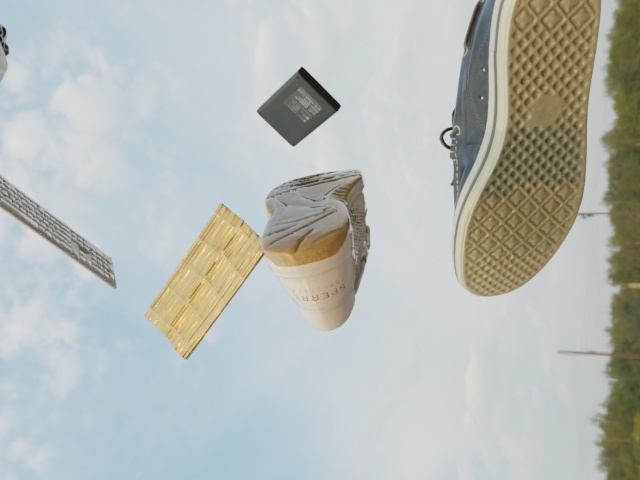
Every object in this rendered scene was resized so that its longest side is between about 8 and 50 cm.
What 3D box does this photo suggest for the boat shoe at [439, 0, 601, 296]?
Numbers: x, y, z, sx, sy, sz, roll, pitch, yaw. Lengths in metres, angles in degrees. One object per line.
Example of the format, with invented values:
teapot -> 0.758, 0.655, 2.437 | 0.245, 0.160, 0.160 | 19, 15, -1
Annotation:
boat shoe -> 0.277, -0.146, 0.929 | 0.156, 0.187, 0.500 | -109, 15, -60

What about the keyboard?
keyboard -> -0.363, -0.021, 0.844 | 0.014, 0.072, 0.256 | -41, -47, 1

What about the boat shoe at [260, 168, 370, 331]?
boat shoe -> 0.000, 0.000, 0.616 | 0.277, 0.098, 0.096 | -74, -30, -69

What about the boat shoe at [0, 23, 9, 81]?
boat shoe -> -0.538, -0.153, 0.789 | 0.127, 0.158, 0.340 | 125, 166, -66

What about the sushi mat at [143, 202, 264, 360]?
sushi mat -> -0.242, 0.086, 1.336 | 0.316, 0.151, 0.019 | -53, -25, 13

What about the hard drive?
hard drive -> -0.040, -0.228, 1.109 | 0.094, 0.135, 0.022 | 42, -131, -16
